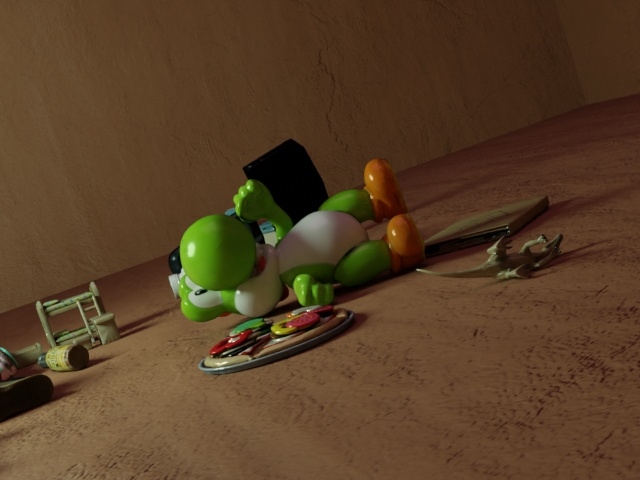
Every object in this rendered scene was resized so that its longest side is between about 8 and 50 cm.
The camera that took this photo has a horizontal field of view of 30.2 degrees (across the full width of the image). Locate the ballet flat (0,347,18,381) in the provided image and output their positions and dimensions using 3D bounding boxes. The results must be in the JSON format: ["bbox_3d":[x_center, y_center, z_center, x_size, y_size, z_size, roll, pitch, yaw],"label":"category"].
[{"bbox_3d":[-0.564,0.215,2.013,0.079,0.077,0.221,-41,12,-17],"label":"ballet flat"}]

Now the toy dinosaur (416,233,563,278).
[{"bbox_3d":[0.211,0.029,1.379,0.183,0.053,0.092,-12,-12,-12],"label":"toy dinosaur"}]

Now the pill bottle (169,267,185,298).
[{"bbox_3d":[-0.231,0.072,2.295,0.116,0.065,0.065,-18,5,-5],"label":"pill bottle"}]

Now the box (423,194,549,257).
[{"bbox_3d":[0.247,-0.020,1.822,0.164,0.021,0.201,-16,7,30],"label":"box"}]

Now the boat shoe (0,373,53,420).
[{"bbox_3d":[-0.440,0.220,1.611,0.152,0.056,0.049,-11,-4,-28],"label":"boat shoe"}]

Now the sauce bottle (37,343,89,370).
[{"bbox_3d":[-0.410,0.187,1.877,0.042,0.042,0.128,-23,5,-38],"label":"sauce bottle"}]

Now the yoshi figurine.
[{"bbox_3d":[-0.047,0.006,1.695,0.362,0.203,0.203,-21,12,3],"label":"yoshi figurine"}]

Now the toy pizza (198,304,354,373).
[{"bbox_3d":[-0.056,0.113,1.449,0.201,0.032,0.201,-19,5,2],"label":"toy pizza"}]

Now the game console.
[{"bbox_3d":[-0.145,-0.032,2.379,0.361,0.213,0.044,-33,20,-16],"label":"game console"}]

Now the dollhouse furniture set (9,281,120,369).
[{"bbox_3d":[-0.462,0.151,2.088,0.181,0.101,0.161,-20,6,-17],"label":"dollhouse furniture set"}]

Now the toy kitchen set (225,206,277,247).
[{"bbox_3d":[-0.139,-0.022,2.634,0.207,0.122,0.166,-16,6,33],"label":"toy kitchen set"}]
